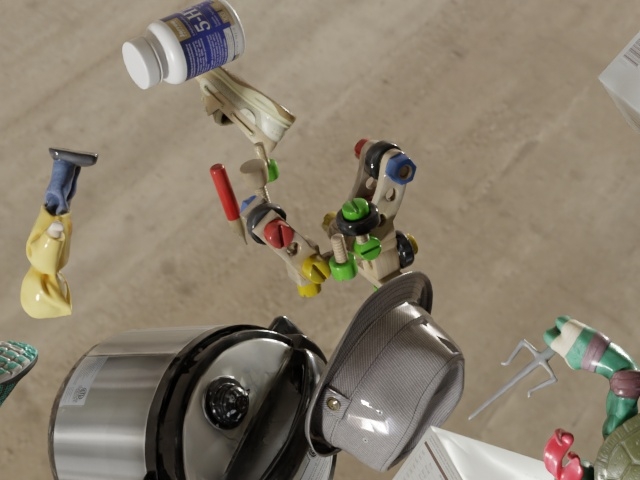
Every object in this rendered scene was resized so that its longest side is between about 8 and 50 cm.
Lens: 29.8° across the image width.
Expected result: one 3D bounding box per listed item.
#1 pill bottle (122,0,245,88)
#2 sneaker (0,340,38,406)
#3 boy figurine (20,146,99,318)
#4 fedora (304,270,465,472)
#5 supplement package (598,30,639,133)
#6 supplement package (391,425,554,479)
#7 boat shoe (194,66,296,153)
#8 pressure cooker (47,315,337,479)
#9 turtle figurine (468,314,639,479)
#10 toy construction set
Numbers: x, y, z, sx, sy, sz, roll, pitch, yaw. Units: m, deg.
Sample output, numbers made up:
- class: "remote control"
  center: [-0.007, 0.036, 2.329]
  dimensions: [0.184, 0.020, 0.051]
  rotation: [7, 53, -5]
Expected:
- class: "pill bottle"
  center: [-0.231, -0.327, 2.025]
  dimensions: [0.186, 0.112, 0.112]
  rotation: [-28, -32, -25]
- class: "sneaker"
  center: [-0.404, 0.185, 1.438]
  dimensions: [0.166, 0.065, 0.076]
  rotation: [-40, -36, -37]
- class: "boy figurine"
  center: [-0.429, -0.009, 1.965]
  dimensions: [0.177, 0.092, 0.285]
  rotation: [-161, 80, -79]
- class: "fedora"
  center: [0.100, 0.187, 1.529]
  dimensions: [0.243, 0.124, 0.275]
  rotation: [-9, -50, -58]
- class: "supplement package"
  center: [0.546, -0.223, 1.859]
  dimensions: [0.139, 0.134, 0.244]
  rotation: [-48, -27, 7]
- class: "supplement package"
  center: [0.210, 0.337, 1.239]
  dimensions: [0.261, 0.204, 0.145]
  rotation: [21, -68, -30]
- class: "boat shoe"
  center: [-0.176, -0.262, 2.232]
  dimensions: [0.098, 0.302, 0.109]
  rotation: [-58, -31, 6]
- class: "pressure cooker"
  center: [-0.180, 0.316, 1.892]
  dimensions: [0.375, 0.420, 0.370]
  rotation: [-3, -93, -46]
- class: "turtle figurine"
  center: [0.228, 0.127, 0.784]
  dimensions: [0.234, 0.118, 0.175]
  rotation: [-24, -64, 10]
- class: "toy construction set"
  center: [0.000, 0.000, 1.732]
  dimensions: [0.257, 0.308, 0.237]
  rotation: [-46, -46, -36]
